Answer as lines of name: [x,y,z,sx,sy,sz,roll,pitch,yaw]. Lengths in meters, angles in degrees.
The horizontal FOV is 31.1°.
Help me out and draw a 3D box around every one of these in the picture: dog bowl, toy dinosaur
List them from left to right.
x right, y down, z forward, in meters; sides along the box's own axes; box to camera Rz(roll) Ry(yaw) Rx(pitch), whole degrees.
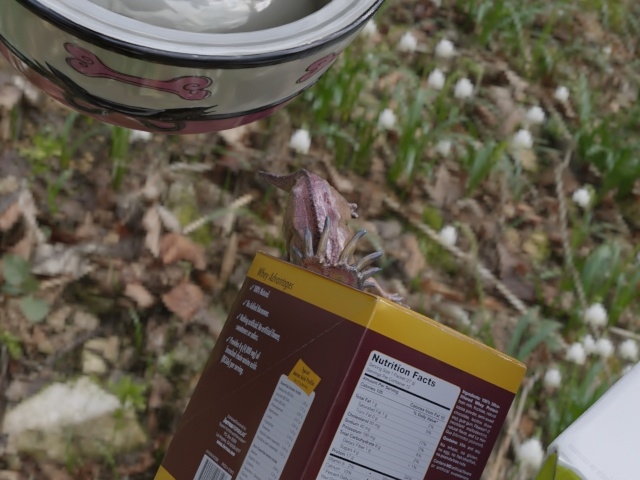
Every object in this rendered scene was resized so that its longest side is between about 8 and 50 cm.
dog bowl: [-0.135,-0.270,1.027,0.408,0.150,0.408,8,56,-12]
toy dinosaur: [0.000,0.000,1.345,0.127,0.295,0.200,-23,-27,4]

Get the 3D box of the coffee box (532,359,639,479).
coffee box: [0.307,0.238,0.705,0.334,0.338,0.337,-32,63,-34]

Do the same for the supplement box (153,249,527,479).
supplement box: [0.005,0.131,0.797,0.129,0.194,0.191,26,-4,-28]
